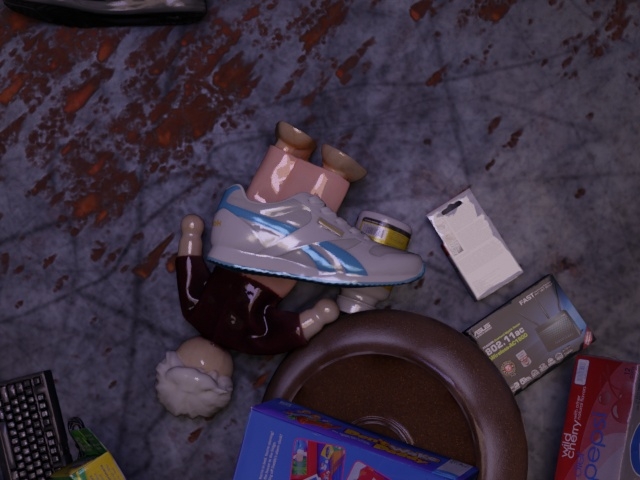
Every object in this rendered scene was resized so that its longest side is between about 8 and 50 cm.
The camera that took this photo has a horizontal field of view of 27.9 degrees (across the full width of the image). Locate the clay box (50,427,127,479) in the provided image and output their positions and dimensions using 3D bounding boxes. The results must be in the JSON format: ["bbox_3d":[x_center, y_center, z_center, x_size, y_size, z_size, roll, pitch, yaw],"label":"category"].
[{"bbox_3d":[-0.216,0.305,1.366,0.053,0.127,0.222,-33,92,-23],"label":"clay box"}]

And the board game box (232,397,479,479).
[{"bbox_3d":[0.002,0.366,1.333,0.233,0.078,0.347,17,97,20],"label":"board game box"}]

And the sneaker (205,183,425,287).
[{"bbox_3d":[0.000,0.000,1.344,0.229,0.087,0.092,10,85,-5],"label":"sneaker"}]

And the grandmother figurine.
[{"bbox_3d":[-0.074,0.047,1.430,0.208,0.104,0.342,29,87,27],"label":"grandmother figurine"}]

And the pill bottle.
[{"bbox_3d":[0.055,0.030,1.446,0.065,0.065,0.116,21,85,1],"label":"pill bottle"}]

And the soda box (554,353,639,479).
[{"bbox_3d":[0.313,0.262,1.404,0.092,0.083,0.263,18,82,-44],"label":"soda box"}]

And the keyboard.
[{"bbox_3d":[-0.305,0.237,1.437,0.108,0.023,0.180,-14,86,-3],"label":"keyboard"}]

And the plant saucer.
[{"bbox_3d":[0.064,0.229,1.378,0.311,0.050,0.310,0,90,21],"label":"plant saucer"}]

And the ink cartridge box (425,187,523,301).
[{"bbox_3d":[0.174,0.005,1.470,0.063,0.029,0.115,-31,85,-4],"label":"ink cartridge box"}]

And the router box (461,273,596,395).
[{"bbox_3d":[0.235,0.108,1.456,0.122,0.038,0.092,-34,86,-4],"label":"router box"}]

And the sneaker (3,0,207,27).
[{"bbox_3d":[-0.246,-0.312,1.463,0.228,0.087,0.130,-3,83,-5],"label":"sneaker"}]
